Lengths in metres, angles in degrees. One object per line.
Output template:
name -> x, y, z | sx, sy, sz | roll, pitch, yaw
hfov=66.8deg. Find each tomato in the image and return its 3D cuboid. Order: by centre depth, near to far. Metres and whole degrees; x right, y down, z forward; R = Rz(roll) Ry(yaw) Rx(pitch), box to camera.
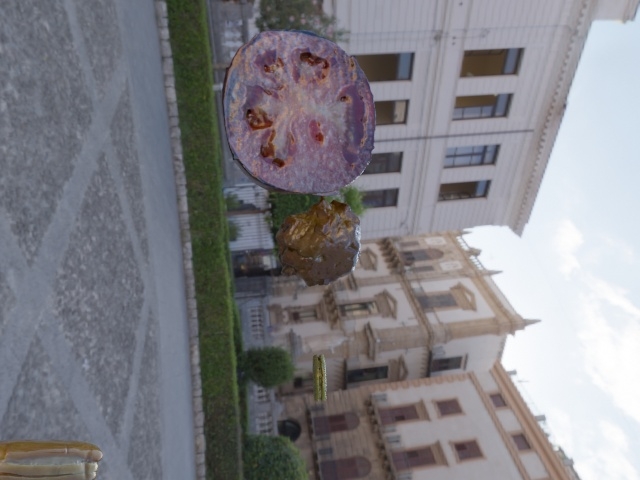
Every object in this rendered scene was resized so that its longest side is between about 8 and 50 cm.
tomato -> -0.036, -0.161, 0.646 | 0.085, 0.224, 0.225 | 0, -85, 64

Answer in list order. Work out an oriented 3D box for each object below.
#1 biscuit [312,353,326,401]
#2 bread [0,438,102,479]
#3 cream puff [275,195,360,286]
biscuit -> -0.002, 0.250, 0.885 | 0.084, 0.023, 0.084 | 179, -90, -87
bread -> -0.450, 0.347, 0.747 | 0.200, 0.115, 0.077 | 39, 50, -55
cream puff -> 0.000, 0.000, 0.611 | 0.116, 0.122, 0.094 | -42, -143, 24
